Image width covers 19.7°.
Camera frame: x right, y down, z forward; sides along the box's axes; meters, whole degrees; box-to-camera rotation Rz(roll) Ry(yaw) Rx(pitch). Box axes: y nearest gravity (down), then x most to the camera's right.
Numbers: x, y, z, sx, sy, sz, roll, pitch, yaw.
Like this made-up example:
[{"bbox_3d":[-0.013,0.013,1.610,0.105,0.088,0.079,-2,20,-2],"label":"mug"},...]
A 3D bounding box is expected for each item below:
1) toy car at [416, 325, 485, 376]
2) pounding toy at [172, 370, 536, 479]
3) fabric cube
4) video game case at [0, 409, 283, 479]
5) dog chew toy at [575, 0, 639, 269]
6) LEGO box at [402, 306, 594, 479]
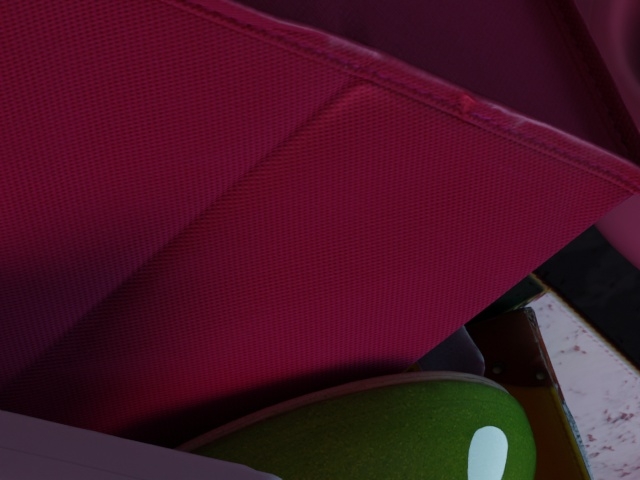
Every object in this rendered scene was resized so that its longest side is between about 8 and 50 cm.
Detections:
[{"bbox_3d":[0.000,0.000,0.793,0.155,0.188,0.149,-19,147,2],"label":"toy car"},{"bbox_3d":[-0.020,0.143,0.609,0.237,0.110,0.183,-16,153,-16],"label":"pounding toy"},{"bbox_3d":[-0.101,-0.071,0.585,0.259,0.254,0.258,18,132,-43],"label":"fabric cube"},{"bbox_3d":[-0.142,0.131,0.540,0.204,0.025,0.285,14,137,-8],"label":"video game case"},{"bbox_3d":[0.239,-0.052,0.835,0.206,0.206,0.332,-33,152,21],"label":"dog chew toy"},{"bbox_3d":[-0.055,0.279,1.170,0.500,0.193,0.372,-18,147,1],"label":"LEGO box"}]
